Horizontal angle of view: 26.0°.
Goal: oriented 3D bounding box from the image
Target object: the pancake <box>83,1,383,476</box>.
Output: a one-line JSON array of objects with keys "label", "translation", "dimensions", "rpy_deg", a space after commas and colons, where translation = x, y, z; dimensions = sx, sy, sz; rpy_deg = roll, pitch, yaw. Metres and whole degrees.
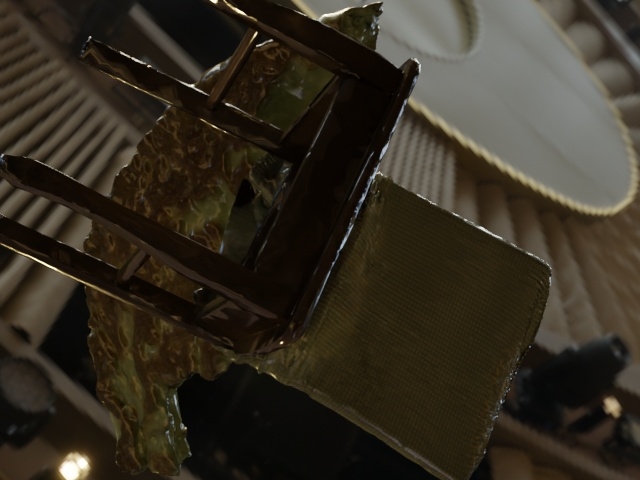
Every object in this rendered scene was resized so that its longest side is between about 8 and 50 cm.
[{"label": "pancake", "translation": [-0.050, 0.005, 0.943], "dimensions": [0.197, 0.376, 0.054], "rpy_deg": [35, -160, 5]}]

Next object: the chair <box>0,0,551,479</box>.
[{"label": "chair", "translation": [0.000, 0.000, 0.728], "dimensions": [0.319, 0.186, 0.160], "rpy_deg": [28, -109, -9]}]
